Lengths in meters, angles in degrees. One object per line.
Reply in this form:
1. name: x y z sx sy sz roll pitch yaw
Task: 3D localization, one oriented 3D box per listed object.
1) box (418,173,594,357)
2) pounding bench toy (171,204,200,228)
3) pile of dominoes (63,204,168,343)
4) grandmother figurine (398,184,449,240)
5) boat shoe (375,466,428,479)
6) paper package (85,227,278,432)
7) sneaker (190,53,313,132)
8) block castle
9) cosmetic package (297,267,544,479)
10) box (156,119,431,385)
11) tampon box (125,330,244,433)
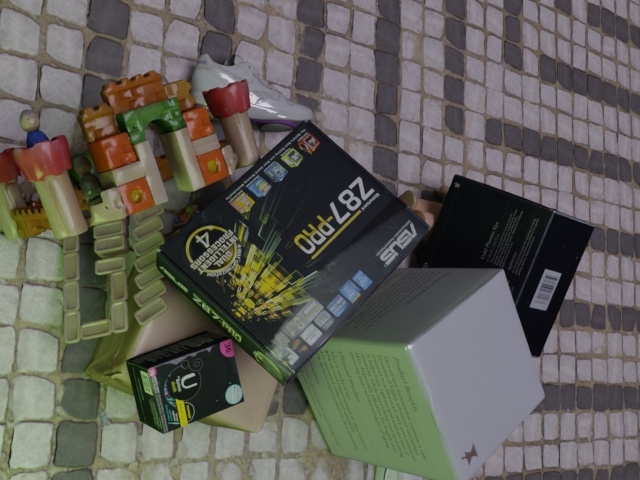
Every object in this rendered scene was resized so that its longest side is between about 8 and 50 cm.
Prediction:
1. box: 0.421 0.056 1.944 0.179 0.313 0.343 14 101 -41
2. pounding bench toy: -0.251 -0.037 1.652 0.065 0.083 0.052 43 61 -27
3. pile of dominoes: -0.369 0.057 1.484 0.040 0.196 0.251 68 12 -65
4. grandmother figurine: 0.348 -0.038 2.117 0.343 0.104 0.207 4 92 -35
5. boat shoe: 0.215 0.640 1.888 0.136 0.157 0.366 14 76 -37
6. paper package: -0.235 0.182 1.587 0.325 0.168 0.309 32 66 -30
7. sneaker: -0.138 -0.320 1.755 0.305 0.114 0.152 8 81 -37
8. block castle: -0.358 -0.171 1.450 0.453 0.303 0.212 -26 107 -37
9. cosmetic package: 0.198 0.272 1.758 0.327 0.394 0.329 -33 109 -36
10. box: -0.045 0.012 1.464 0.318 0.097 0.395 43 65 7
11. tampon box: -0.233 0.242 1.407 0.161 0.101 0.120 -18 102 -32
